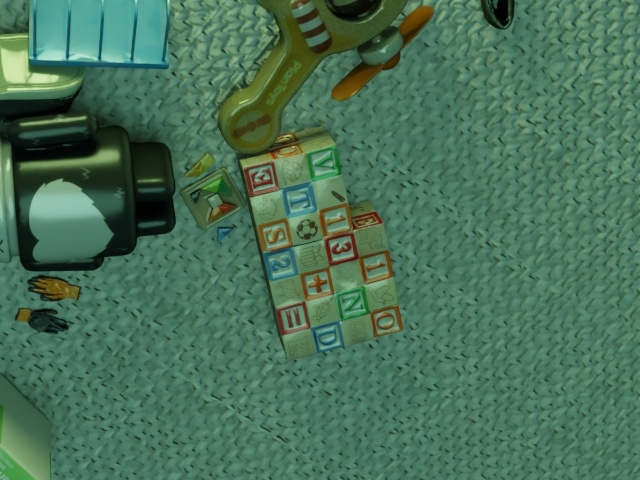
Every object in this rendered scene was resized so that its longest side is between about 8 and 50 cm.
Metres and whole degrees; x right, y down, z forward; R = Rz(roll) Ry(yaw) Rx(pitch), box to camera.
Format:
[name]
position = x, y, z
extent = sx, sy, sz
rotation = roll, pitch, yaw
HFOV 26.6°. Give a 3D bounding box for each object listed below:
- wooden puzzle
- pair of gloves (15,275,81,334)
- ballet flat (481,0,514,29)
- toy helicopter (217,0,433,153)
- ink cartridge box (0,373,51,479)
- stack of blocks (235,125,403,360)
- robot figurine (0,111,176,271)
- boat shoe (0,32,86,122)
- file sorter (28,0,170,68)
[wooden puzzle]
position = -0.147, -0.056, 1.850
extent = 0.078, 0.014, 0.116
rotation = -34, 115, 4
[pair of gloves]
position = -0.375, 0.089, 1.865
extent = 0.074, 0.010, 0.083
rotation = 17, 108, -18
[ballet flat]
position = 0.232, -0.363, 1.782
extent = 0.057, 0.049, 0.173
rotation = -17, 114, -5
[toy helicopter]
position = -0.002, -0.254, 1.749
extent = 0.235, 0.140, 0.355
rotation = 26, 110, -30
[ink cartridge box]
position = -0.504, 0.340, 1.837
extent = 0.273, 0.198, 0.115
rotation = -38, 114, 5
[stack of blocks]
position = 0.000, 0.000, 1.863
extent = 0.171, 0.087, 0.297
rotation = -15, 114, -5
[robot figurine]
position = -0.326, -0.057, 1.724
extent = 0.278, 0.173, 0.209
rotation = -4, 95, -10
[boat shoe]
position = -0.466, -0.195, 1.678
extent = 0.340, 0.127, 0.113
rotation = -4, 152, -17
[file sorter]
position = -0.269, -0.289, 1.652
extent = 0.170, 0.118, 0.104
rotation = 1, 149, -12
